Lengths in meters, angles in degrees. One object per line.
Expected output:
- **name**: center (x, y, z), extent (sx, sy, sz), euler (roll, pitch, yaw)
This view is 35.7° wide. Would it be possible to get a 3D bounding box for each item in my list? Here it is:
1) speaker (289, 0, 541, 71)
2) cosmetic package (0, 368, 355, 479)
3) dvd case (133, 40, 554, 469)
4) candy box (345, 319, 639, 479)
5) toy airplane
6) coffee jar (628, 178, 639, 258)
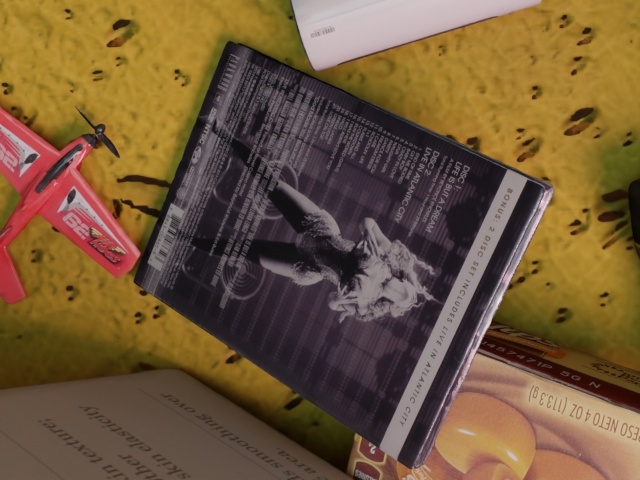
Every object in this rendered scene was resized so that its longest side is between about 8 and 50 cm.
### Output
- **speaker**: center (0.054, -0.141, 0.563), extent (0.136, 0.055, 0.055), euler (-16, 97, 8)
- **cosmetic package**: center (-0.133, 0.280, 0.429), extent (0.329, 0.394, 0.327), euler (27, 104, 34)
- **dvd case**: center (0.000, 0.000, 0.562), extent (0.221, 0.018, 0.164), euler (29, 102, 30)
- **candy box**: center (0.095, 0.214, 0.565), extent (0.183, 0.087, 0.316), euler (18, 101, 32)
- **toy airplane**: center (-0.183, -0.018, 0.624), extent (0.151, 0.028, 0.151), euler (1, 98, 8)
- **coffee jar**: center (0.239, 0.042, 0.558), extent (0.096, 0.079, 0.184), euler (-17, 96, 8)
